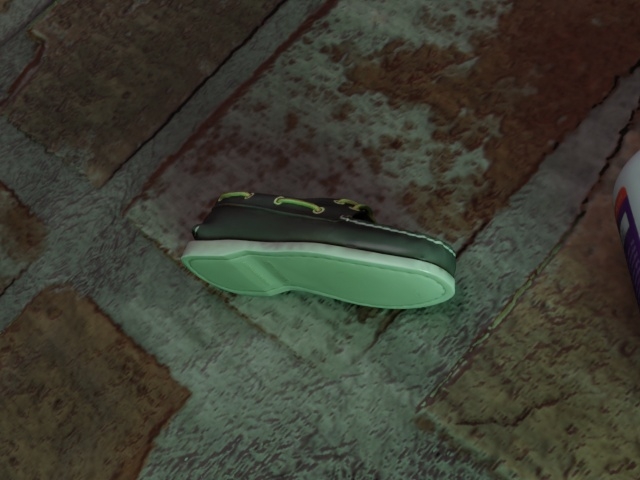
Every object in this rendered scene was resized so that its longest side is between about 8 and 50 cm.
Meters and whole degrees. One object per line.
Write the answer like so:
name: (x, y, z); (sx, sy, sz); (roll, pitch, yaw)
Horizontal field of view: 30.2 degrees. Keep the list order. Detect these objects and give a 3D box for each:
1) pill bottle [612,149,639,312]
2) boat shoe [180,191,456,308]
pill bottle: (0.233, 0.036, 0.659); (0.108, 0.108, 0.193); (-18, 48, 17)
boat shoe: (0.000, 0.000, 0.844); (0.227, 0.081, 0.069); (4, 61, 36)
